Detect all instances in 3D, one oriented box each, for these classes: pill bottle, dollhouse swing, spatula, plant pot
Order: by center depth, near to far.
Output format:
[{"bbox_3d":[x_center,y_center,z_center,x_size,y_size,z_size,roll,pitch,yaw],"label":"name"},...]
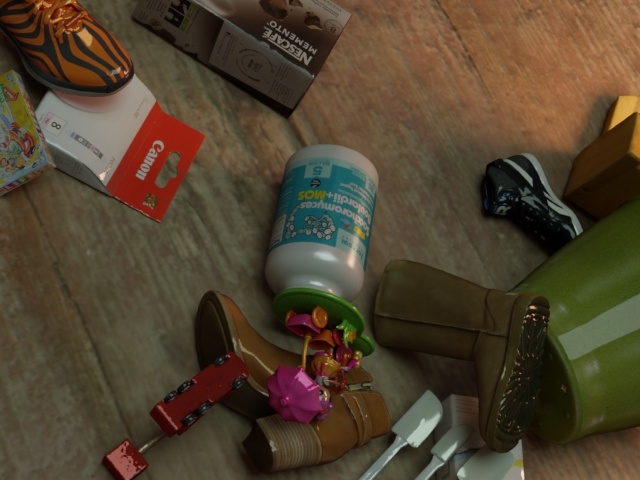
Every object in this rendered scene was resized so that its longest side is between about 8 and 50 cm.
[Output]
[{"bbox_3d":[0.138,0.340,1.763,0.168,0.019,0.242,38,67,18],"label":"spatula"},{"bbox_3d":[0.000,0.000,1.864,0.146,0.146,0.264,19,57,-15],"label":"pill bottle"},{"bbox_3d":[0.451,0.130,1.907,0.353,0.366,0.366,-22,74,-21],"label":"plant pot"},{"bbox_3d":[0.651,-0.128,2.171,0.346,0.315,0.305,32,67,-5],"label":"dollhouse swing"}]

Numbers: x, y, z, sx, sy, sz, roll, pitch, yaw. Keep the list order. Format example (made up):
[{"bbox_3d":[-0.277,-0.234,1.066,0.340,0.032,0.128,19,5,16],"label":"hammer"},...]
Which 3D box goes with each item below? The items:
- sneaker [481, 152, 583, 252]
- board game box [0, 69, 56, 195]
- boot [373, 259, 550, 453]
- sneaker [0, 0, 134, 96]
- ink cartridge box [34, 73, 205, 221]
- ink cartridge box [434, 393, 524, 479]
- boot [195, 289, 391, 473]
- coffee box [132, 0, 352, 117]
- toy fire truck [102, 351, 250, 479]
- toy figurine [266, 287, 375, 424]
[{"bbox_3d":[0.339,-0.040,2.094,0.121,0.079,0.217,-15,63,-27],"label":"sneaker"},{"bbox_3d":[-0.444,-0.148,1.776,0.103,0.026,0.154,-27,73,7],"label":"board game box"},{"bbox_3d":[0.189,0.161,1.823,0.089,0.269,0.236,21,83,-46],"label":"boot"},{"bbox_3d":[-0.399,-0.341,1.803,0.321,0.180,0.124,35,59,16],"label":"sneaker"},{"bbox_3d":[-0.298,-0.161,1.872,0.232,0.066,0.189,26,55,-5],"label":"ink cartridge box"},{"bbox_3d":[0.231,0.332,1.837,0.115,0.067,0.198,10,60,-19],"label":"ink cartridge box"},{"bbox_3d":[-0.036,0.181,1.778,0.220,0.109,0.283,-11,57,-37],"label":"boot"},{"bbox_3d":[-0.122,-0.356,2.019,0.297,0.119,0.168,33,53,-5],"label":"coffee box"},{"bbox_3d":[-0.186,0.231,1.656,0.192,0.135,0.047,-35,80,-36],"label":"toy fire truck"},{"bbox_3d":[-0.009,0.175,1.686,0.173,0.130,0.159,44,50,-37],"label":"toy figurine"}]
